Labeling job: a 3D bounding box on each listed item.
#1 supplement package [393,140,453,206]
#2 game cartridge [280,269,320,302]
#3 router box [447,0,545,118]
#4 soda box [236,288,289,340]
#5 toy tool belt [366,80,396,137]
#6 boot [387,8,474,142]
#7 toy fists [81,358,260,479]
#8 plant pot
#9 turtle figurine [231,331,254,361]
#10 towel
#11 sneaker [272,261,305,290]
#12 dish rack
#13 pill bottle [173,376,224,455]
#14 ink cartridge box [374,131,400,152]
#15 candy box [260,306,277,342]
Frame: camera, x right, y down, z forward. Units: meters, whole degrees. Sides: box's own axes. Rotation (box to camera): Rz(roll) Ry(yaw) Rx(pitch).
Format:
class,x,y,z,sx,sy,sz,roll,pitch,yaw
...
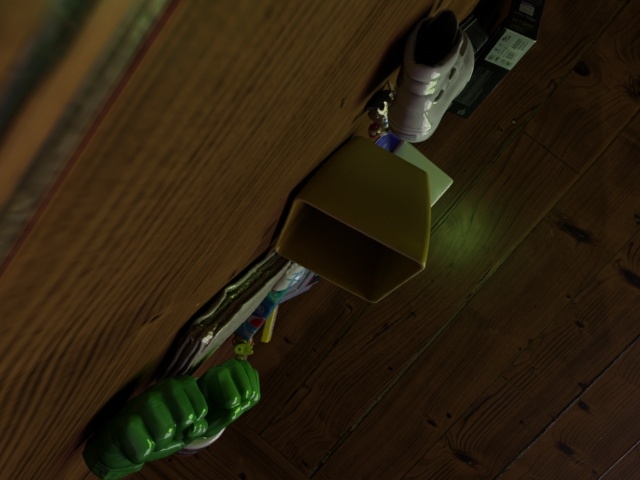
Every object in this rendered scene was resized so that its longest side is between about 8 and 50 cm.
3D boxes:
class,x,y,z,sx,sy,sz,roll,pitch,yaw
supplement package,0.201,-0.106,1.245,0.293,0.175,0.177,-49,177,5
game cartridge,-0.034,0.095,1.612,0.230,0.068,0.355,-14,149,-48
router box,0.431,-0.494,1.090,0.309,0.081,0.243,120,-9,-71
soda box,-0.164,0.180,1.155,0.071,0.067,0.210,-48,175,-47
toy tool belt,0.091,-0.198,0.654,0.083,0.052,0.051,-53,141,-30
boot,0.170,-0.259,0.603,0.123,0.095,0.258,96,18,-56
toy fists,-0.196,0.257,0.653,0.142,0.096,0.279,-48,156,19
plant pot,0.069,-0.045,0.746,0.187,0.212,0.212,-63,-177,-27
turtle figurine,-0.242,0.315,1.426,0.217,0.087,0.270,-95,-151,-73
towel,-0.162,0.130,0.765,0.187,0.049,0.282,-50,177,33
sneaker,-0.048,0.020,0.952,0.237,0.085,0.086,-48,152,21
dish rack,0.265,-0.361,1.012,0.208,0.074,0.271,-47,177,-34
pill bottle,-0.336,0.464,1.125,0.161,0.161,0.283,-49,176,-37
ink cartridge box,0.139,-0.209,1.188,0.206,0.045,0.208,-48,175,-29
candy box,-0.160,0.237,1.470,0.105,0.027,0.206,80,23,-80
